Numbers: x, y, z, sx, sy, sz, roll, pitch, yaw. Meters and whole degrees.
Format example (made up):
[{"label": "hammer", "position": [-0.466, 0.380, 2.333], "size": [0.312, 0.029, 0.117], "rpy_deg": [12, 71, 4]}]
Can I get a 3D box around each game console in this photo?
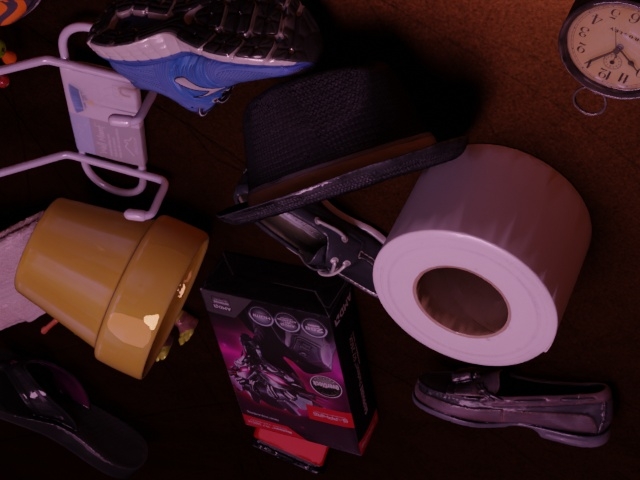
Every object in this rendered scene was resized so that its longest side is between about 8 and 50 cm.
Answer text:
[{"label": "game console", "position": [-0.050, 0.377, 2.176], "size": [0.144, 0.085, 0.124], "rpy_deg": [22, 173, 11]}]

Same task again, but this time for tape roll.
[{"label": "tape roll", "position": [0.209, 0.021, 1.483], "size": [0.246, 0.169, 0.246], "rpy_deg": [18, 140, 16]}]

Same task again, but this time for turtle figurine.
[{"label": "turtle figurine", "position": [-0.336, 0.116, 1.996], "size": [0.269, 0.087, 0.217], "rpy_deg": [-41, 114, 17]}]

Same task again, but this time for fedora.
[{"label": "fedora", "position": [0.009, -0.129, 1.419], "size": [0.334, 0.334, 0.152], "rpy_deg": [-16, 93, 43]}]

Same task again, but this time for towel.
[{"label": "towel", "position": [-0.528, 0.060, 1.998], "size": [0.282, 0.049, 0.187], "rpy_deg": [-25, 135, 18]}]

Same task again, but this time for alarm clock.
[{"label": "alarm clock", "position": [0.320, -0.205, 1.242], "size": [0.129, 0.064, 0.192], "rpy_deg": [26, 140, 5]}]

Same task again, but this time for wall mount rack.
[{"label": "wall mount rack", "position": [-0.380, -0.159, 1.676], "size": [0.304, 0.130, 0.350], "rpy_deg": [14, 141, 9]}]

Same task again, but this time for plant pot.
[{"label": "plant pot", "position": [-0.331, 0.056, 1.790], "size": [0.239, 0.254, 0.254], "rpy_deg": [24, 142, -1]}]

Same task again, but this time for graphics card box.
[{"label": "graphics card box", "position": [-0.043, 0.193, 1.902], "size": [0.233, 0.094, 0.370], "rpy_deg": [12, 138, 23]}]

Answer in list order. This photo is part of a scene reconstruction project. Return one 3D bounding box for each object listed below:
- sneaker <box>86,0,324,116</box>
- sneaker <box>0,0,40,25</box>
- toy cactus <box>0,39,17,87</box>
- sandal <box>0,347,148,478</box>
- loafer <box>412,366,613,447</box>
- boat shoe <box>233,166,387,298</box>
[{"label": "sneaker", "position": [-0.133, -0.242, 1.473], "size": [0.330, 0.129, 0.147], "rpy_deg": [8, 151, 32]}, {"label": "sneaker", "position": [-0.428, -0.356, 1.466], "size": [0.125, 0.180, 0.321], "rpy_deg": [34, 143, -4]}, {"label": "toy cactus", "position": [-0.534, -0.304, 1.647], "size": [0.180, 0.112, 0.219], "rpy_deg": [52, -173, 15]}, {"label": "sandal", "position": [-0.537, 0.321, 2.347], "size": [0.446, 0.167, 0.107], "rpy_deg": [32, 118, -14]}, {"label": "loafer", "position": [0.290, 0.227, 1.734], "size": [0.303, 0.109, 0.095], "rpy_deg": [10, 119, 15]}, {"label": "boat shoe", "position": [0.000, 0.000, 1.657], "size": [0.303, 0.091, 0.114], "rpy_deg": [38, 142, -9]}]
